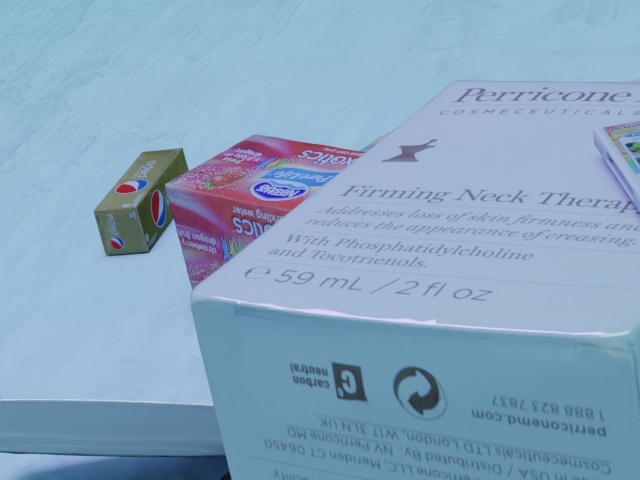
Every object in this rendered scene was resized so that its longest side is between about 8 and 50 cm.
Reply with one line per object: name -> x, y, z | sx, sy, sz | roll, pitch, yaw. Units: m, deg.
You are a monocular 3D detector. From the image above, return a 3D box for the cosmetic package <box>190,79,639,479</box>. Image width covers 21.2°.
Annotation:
cosmetic package -> 0.169, 0.104, 1.240 | 0.329, 0.327, 0.394 | 4, 28, 33

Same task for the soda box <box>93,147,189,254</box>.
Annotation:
soda box -> -0.214, -0.050, 2.090 | 0.058, 0.061, 0.181 | -5, 25, 17

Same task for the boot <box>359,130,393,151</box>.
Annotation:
boot -> 0.145, -0.074, 1.956 | 0.213, 0.077, 0.165 | -17, 27, -10

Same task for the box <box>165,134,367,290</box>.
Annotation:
box -> 0.000, 0.000, 1.769 | 0.300, 0.154, 0.142 | 13, 35, 42

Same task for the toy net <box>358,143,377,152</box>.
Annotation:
toy net -> 0.000, -0.047, 1.974 | 0.045, 0.122, 0.232 | 13, -12, -38

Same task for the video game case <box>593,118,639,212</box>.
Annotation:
video game case -> 0.272, -0.055, 1.120 | 0.157, 0.019, 0.143 | -10, 25, -2

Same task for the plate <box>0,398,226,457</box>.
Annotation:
plate -> -0.167, 0.161, 1.453 | 0.277, 0.045, 0.278 | 0, -8, 0

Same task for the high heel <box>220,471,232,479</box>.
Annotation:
high heel -> -0.103, 0.259, 1.380 | 0.261, 0.093, 0.186 | -35, 4, -13

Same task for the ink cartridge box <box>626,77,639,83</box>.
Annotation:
ink cartridge box -> 0.389, -0.058, 1.681 | 0.171, 0.168, 0.232 | -17, 25, -11
